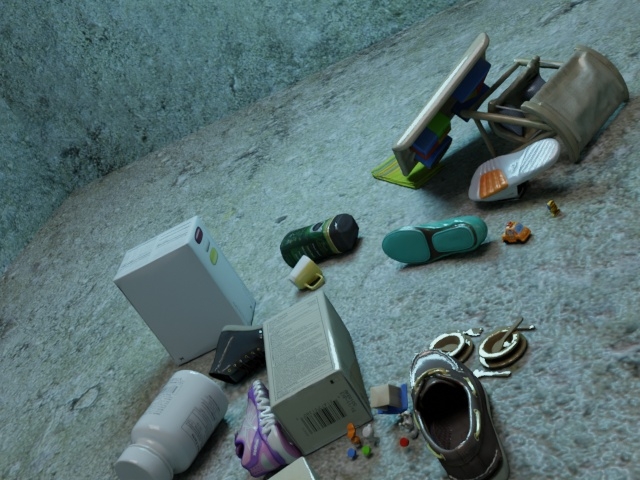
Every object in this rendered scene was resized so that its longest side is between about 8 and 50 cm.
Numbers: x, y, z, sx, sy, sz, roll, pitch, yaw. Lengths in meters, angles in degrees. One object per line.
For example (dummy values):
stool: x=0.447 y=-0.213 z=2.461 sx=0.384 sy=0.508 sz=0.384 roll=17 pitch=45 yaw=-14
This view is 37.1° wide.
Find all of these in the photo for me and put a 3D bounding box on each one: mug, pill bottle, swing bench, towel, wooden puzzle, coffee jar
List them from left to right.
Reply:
pill bottle: x=-0.285 y=0.369 z=1.816 sx=0.131 sy=0.131 sz=0.229 roll=-13 pitch=29 yaw=39
mug: x=-0.035 y=0.078 z=2.181 sx=0.064 sy=0.062 sz=0.078 roll=-46 pitch=18 yaw=-11
coffee jar: x=0.000 y=0.000 z=2.265 sx=0.184 sy=0.079 sz=0.096 roll=-19 pitch=24 yaw=32
towel: x=0.219 y=-0.182 z=2.426 sx=0.102 sy=0.021 sz=0.237 roll=-39 pitch=23 yaw=-12
wooden puzzle: x=0.297 y=-0.292 z=2.210 sx=0.322 sy=0.080 sz=0.348 roll=-52 pitch=-8 yaw=0
swing bench: x=0.499 y=-0.299 z=2.110 sx=0.255 sy=0.165 sz=0.253 roll=-4 pitch=34 yaw=51

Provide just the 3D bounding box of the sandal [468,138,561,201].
sandal: x=0.414 y=-0.130 z=1.988 sx=0.265 sy=0.076 sz=0.102 roll=-21 pitch=44 yaw=54

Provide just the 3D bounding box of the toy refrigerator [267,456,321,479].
toy refrigerator: x=-0.005 y=0.432 z=1.358 sx=0.094 sy=0.102 sz=0.269 roll=-34 pitch=23 yaw=-3

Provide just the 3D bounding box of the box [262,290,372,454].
box: x=-0.013 y=0.232 z=1.750 sx=0.148 sy=0.121 sz=0.311 roll=-29 pitch=23 yaw=8

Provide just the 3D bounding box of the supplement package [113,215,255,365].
supplement package: x=-0.305 y=0.116 z=2.187 sx=0.204 sy=0.262 sz=0.145 roll=-26 pitch=23 yaw=15

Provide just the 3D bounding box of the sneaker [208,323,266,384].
sneaker: x=-0.126 y=0.240 z=1.969 sx=0.222 sy=0.083 sz=0.118 roll=-6 pitch=52 yaw=35

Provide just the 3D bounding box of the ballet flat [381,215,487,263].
ballet flat: x=0.243 y=-0.002 z=1.974 sx=0.247 sy=0.083 sz=0.087 roll=-10 pitch=7 yaw=43

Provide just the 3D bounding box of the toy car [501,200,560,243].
toy car: x=0.405 y=-0.041 z=1.868 sx=0.122 sy=0.040 sz=0.060 roll=-40 pitch=23 yaw=-15

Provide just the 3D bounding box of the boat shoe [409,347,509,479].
boat shoe: x=0.194 y=0.251 z=1.452 sx=0.117 sy=0.096 sz=0.324 roll=-30 pitch=26 yaw=8

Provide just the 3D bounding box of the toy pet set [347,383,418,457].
toy pet set: x=0.110 y=0.297 z=1.570 sx=0.122 sy=0.065 sz=0.114 roll=-19 pitch=61 yaw=36

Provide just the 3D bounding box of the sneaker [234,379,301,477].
sneaker: x=-0.111 y=0.340 z=1.709 sx=0.104 sy=0.095 sz=0.236 roll=-39 pitch=23 yaw=5

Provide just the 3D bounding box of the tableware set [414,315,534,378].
tableware set: x=0.257 y=0.177 z=1.616 sx=0.194 sy=0.039 sz=0.128 roll=-11 pitch=31 yaw=43
